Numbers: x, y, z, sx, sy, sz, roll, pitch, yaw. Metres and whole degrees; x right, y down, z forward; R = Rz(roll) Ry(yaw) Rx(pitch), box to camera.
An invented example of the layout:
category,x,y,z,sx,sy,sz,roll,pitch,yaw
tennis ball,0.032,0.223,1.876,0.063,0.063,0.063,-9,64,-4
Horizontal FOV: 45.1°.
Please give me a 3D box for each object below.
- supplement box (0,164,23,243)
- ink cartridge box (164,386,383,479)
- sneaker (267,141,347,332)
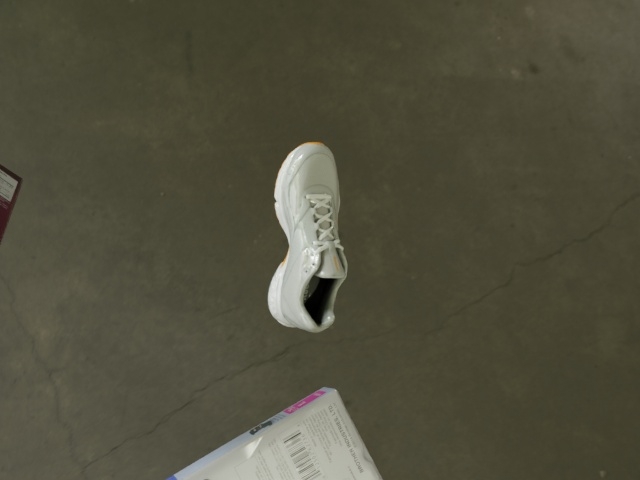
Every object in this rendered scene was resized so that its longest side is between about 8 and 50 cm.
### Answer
category,x,y,z,sx,sy,sz,roll,pitch,yaw
supplement box,-0.405,-0.013,0.845,0.081,0.104,0.188,40,19,-30
ink cartridge box,-0.076,0.333,0.932,0.311,0.065,0.185,-27,92,-21
sneaker,0.000,0.000,1.040,0.099,0.121,0.262,-1,100,-29
